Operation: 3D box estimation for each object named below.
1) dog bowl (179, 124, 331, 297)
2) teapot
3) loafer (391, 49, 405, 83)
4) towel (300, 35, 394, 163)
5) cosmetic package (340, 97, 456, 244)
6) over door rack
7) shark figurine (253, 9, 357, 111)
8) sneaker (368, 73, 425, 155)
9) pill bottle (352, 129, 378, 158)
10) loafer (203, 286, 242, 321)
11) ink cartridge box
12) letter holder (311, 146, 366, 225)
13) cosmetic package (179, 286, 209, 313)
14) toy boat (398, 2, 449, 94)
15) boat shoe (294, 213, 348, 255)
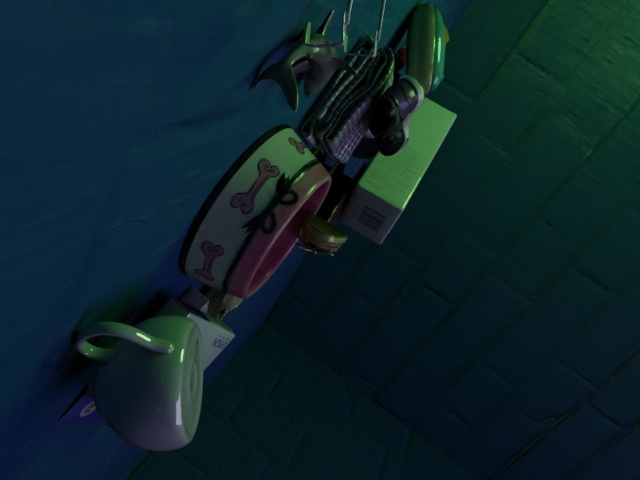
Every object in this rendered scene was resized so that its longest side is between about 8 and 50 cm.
[{"bbox_3d":[-0.127,-0.047,1.173,0.408,0.150,0.408,-53,175,-6],"label":"dog bowl"},{"bbox_3d":[-0.319,0.250,0.930,0.252,0.186,0.256,-142,-128,-86],"label":"teapot"},{"bbox_3d":[0.217,-0.521,1.700,0.080,0.078,0.220,-53,175,-16],"label":"loafer"},{"bbox_3d":[0.080,-0.342,1.330,0.284,0.121,0.235,-55,175,3],"label":"towel"},{"bbox_3d":[0.255,-0.237,1.693,0.453,0.161,0.230,-56,175,-30],"label":"cosmetic package"},{"bbox_3d":[0.102,-0.413,0.729,0.239,0.108,0.325,-42,154,-68],"label":"over door rack"},{"bbox_3d":[0.004,-0.301,0.890,0.166,0.116,0.278,-58,177,21],"label":"shark figurine"},{"bbox_3d":[0.162,-0.296,1.330,0.124,0.107,0.283,-38,164,-19],"label":"sneaker"},{"bbox_3d":[0.153,-0.375,1.645,0.152,0.152,0.272,-53,176,-13],"label":"pill bottle"},{"bbox_3d":[-0.244,0.132,1.419,0.268,0.092,0.102,-44,-174,37],"label":"loafer"},{"bbox_3d":[-0.368,0.301,1.191,0.330,0.071,0.324,-50,163,-8],"label":"ink cartridge box"},{"bbox_3d":[0.019,-0.173,1.593,0.302,0.151,0.215,-56,171,-34],"label":"letter holder"},{"bbox_3d":[-0.350,0.216,1.345,0.099,0.060,0.239,-45,171,-33],"label":"cosmetic package"},{"bbox_3d":[0.342,-0.603,1.660,0.318,0.147,0.268,-86,177,-74],"label":"toy boat"},{"bbox_3d":[0.000,0.000,1.225,0.089,0.104,0.285,-58,176,4],"label":"boat shoe"}]
